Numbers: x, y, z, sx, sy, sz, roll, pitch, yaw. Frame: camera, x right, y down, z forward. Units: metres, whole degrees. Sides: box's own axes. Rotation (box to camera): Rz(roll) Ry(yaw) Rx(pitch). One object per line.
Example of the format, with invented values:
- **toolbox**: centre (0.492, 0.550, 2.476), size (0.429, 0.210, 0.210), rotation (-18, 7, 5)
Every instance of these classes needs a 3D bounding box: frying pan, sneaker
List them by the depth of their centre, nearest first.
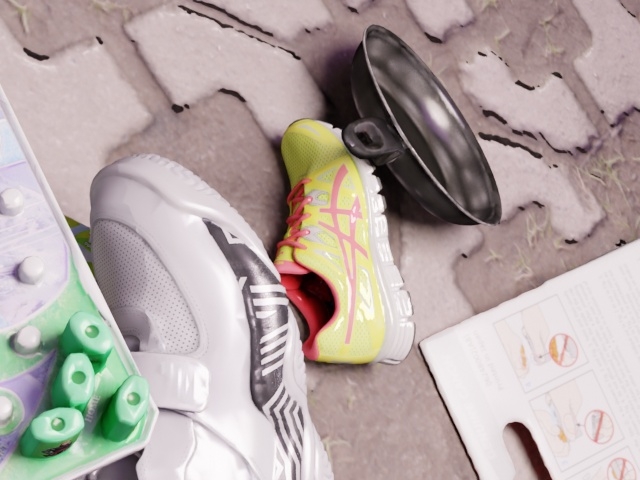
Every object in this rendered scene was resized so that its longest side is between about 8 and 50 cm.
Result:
- **sneaker**: centre (-0.111, 0.136, 0.752), size (0.210, 0.137, 0.366), rotation (-19, 92, -42)
- **sneaker**: centre (0.000, 0.000, 0.963), size (0.094, 0.081, 0.209), rotation (-9, 68, -26)
- **frying pan**: centre (0.079, -0.062, 0.996), size (0.197, 0.053, 0.326), rotation (50, 24, -18)

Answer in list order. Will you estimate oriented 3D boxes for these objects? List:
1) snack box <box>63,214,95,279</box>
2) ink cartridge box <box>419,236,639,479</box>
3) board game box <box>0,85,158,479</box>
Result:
- **snack box**: centre (-0.218, 0.013, 0.814), size (0.141, 0.037, 0.100), rotation (29, 54, -25)
- **ink cartridge box**: centre (0.290, 0.165, 1.125), size (0.385, 0.091, 0.308), rotation (-22, 83, -25)
- **board game box**: centre (-0.330, -0.001, 0.633), size (0.390, 0.050, 0.390), rotation (-22, 77, -25)
